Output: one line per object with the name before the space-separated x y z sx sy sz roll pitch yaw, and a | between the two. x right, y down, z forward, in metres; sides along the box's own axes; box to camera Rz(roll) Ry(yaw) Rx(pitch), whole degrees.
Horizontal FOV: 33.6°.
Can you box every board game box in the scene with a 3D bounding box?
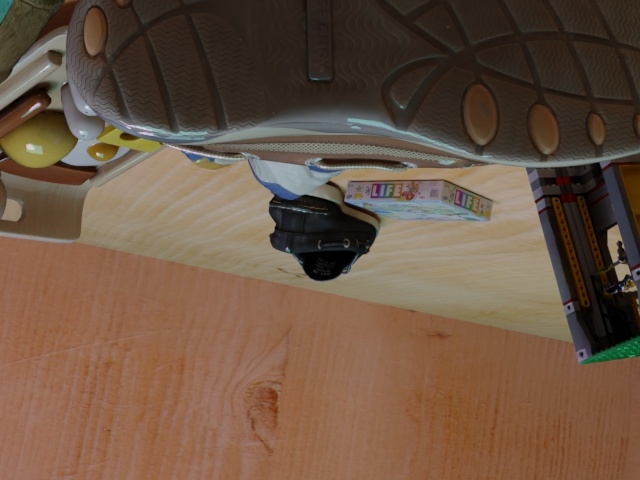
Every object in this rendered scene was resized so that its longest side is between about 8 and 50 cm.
board game box | 0.121 -0.049 1.319 0.154 0.026 0.103 2 169 44

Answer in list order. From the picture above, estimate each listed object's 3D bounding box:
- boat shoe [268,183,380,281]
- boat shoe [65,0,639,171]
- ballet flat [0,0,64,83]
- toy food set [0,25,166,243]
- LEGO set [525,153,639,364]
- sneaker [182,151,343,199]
boat shoe | 0.004 0.000 1.500 0.127 0.113 0.340 8 172 11
boat shoe | 0.034 -0.094 0.573 0.324 0.123 0.116 5 173 -5
ballet flat | -0.256 -0.133 0.682 0.116 0.124 0.342 25 174 -33
toy food set | -0.213 -0.074 0.958 0.306 0.092 0.219 -24 160 34
LEGO set | 0.301 -0.046 0.740 0.255 0.192 0.331 -7 163 -16
sneaker | -0.029 -0.116 0.795 0.131 0.112 0.296 -23 168 17
